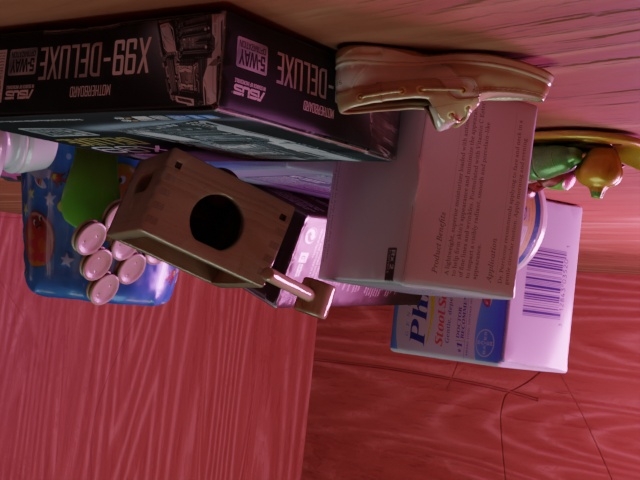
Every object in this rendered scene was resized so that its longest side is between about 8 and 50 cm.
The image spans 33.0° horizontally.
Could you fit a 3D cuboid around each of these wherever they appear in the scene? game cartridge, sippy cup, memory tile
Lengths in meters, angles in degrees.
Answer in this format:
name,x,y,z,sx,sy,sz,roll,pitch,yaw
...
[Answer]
name,x,y,z,sx,sy,sz,roll,pitch,yaw
game cartridge,0.015,-0.090,1.382,0.196,0.060,0.294,7,178,44
sippy cup,-0.245,-0.040,1.248,0.240,0.224,0.305,4,176,30
memory tile,-0.188,-0.008,1.109,0.012,0.148,0.113,34,147,31

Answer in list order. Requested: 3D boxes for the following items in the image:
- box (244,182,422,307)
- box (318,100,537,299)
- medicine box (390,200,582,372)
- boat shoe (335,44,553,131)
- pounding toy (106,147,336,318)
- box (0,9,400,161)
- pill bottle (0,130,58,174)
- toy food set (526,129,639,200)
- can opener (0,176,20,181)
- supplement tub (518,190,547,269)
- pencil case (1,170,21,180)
name,x,y,z,sx,sy,sz,roll,pitch,yaw
box,0.000,0.000,1.574,0.191,0.143,0.381,27,-165,33
box,0.096,-0.041,1.011,0.119,0.181,0.182,10,176,-24
medicine box,0.263,0.068,1.756,0.149,0.263,0.289,9,175,-32
boat shoe,0.094,-0.114,0.842,0.170,0.059,0.063,5,176,8
pounding toy,-0.068,-0.007,1.004,0.206,0.094,0.181,26,168,-21
box,-0.122,-0.121,0.933,0.307,0.076,0.242,3,176,35
pill bottle,-0.374,-0.100,0.987,0.246,0.136,0.136,-12,-172,-37
toy food set,0.242,-0.072,1.153,0.128,0.071,0.218,9,175,-42
can opener,-0.506,-0.097,1.748,0.283,0.095,0.076,5,177,22
supplement tub,0.154,-0.036,1.268,0.200,0.144,0.144,9,175,-40
pencil case,-0.399,-0.123,1.286,0.098,0.095,0.209,-12,173,17
